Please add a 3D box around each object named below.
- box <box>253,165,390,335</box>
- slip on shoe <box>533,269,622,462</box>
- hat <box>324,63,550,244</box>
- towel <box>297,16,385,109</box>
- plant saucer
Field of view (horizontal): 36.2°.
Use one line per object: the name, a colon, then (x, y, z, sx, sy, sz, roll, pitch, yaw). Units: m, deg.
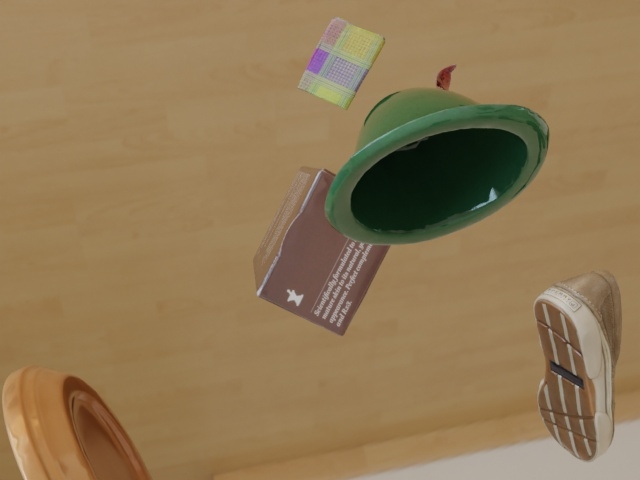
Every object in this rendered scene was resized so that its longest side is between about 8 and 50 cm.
box: (0.000, 0.000, 1.458, 0.143, 0.381, 0.191, 27, 93, -5)
slip on shoe: (0.152, 0.073, 0.561, 0.041, 0.051, 0.135, -33, 128, -21)
hat: (0.066, -0.112, 0.767, 0.172, 0.184, 0.208, -13, 154, -7)
towel: (0.021, -0.172, 0.947, 0.083, 0.060, 0.009, -62, 163, -5)
plant saucer: (-0.166, 0.176, 0.731, 0.037, 0.200, 0.200, -31, 137, -2)
